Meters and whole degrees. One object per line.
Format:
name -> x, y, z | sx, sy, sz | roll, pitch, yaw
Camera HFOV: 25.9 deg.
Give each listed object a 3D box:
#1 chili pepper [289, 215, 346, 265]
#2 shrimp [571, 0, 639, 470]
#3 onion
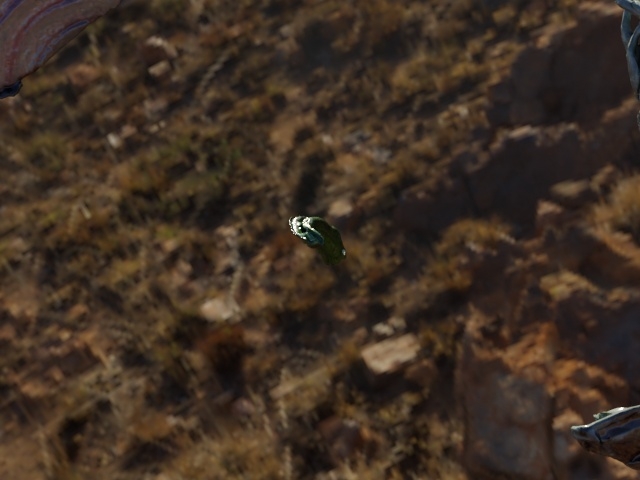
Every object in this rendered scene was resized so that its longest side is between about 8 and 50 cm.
chili pepper -> -0.004, -0.008, 1.390 | 0.055, 0.118, 0.035 | 42, 89, 15
shrimp -> 0.242, -0.065, 0.865 | 0.166, 0.221, 0.411 | -6, 77, 33
onion -> -0.296, -0.267, 1.244 | 0.250, 0.111, 0.247 | -37, 59, 6
